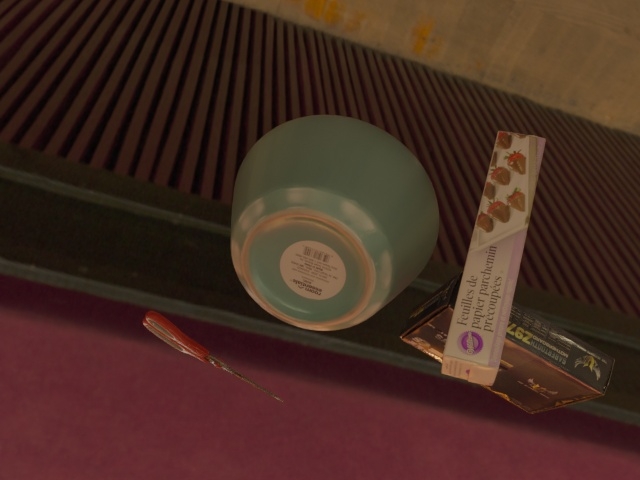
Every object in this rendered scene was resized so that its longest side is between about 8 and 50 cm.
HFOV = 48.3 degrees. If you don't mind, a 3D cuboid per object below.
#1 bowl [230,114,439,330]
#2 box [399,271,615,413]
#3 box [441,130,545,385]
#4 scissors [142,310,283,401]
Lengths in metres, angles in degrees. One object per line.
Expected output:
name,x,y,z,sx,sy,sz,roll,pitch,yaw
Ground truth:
bowl,0.000,0.000,0.983,0.311,0.163,0.311,7,120,13
box,0.244,0.146,0.970,0.232,0.059,0.183,30,154,-2
box,0.214,0.012,0.872,0.063,0.324,0.067,12,152,15
scissors,-0.193,0.210,1.263,0.297,0.021,0.109,31,154,6
